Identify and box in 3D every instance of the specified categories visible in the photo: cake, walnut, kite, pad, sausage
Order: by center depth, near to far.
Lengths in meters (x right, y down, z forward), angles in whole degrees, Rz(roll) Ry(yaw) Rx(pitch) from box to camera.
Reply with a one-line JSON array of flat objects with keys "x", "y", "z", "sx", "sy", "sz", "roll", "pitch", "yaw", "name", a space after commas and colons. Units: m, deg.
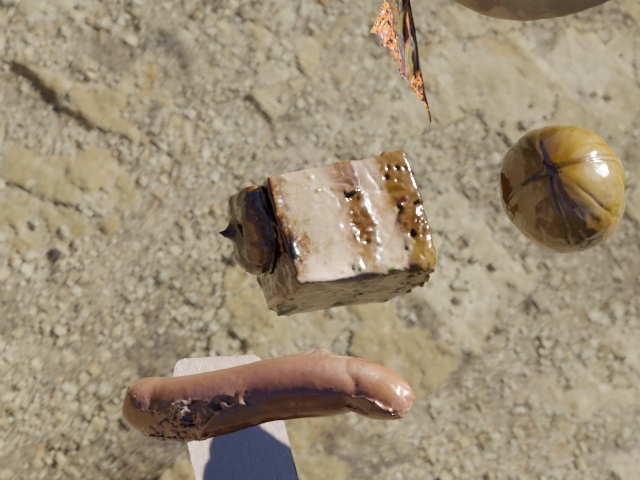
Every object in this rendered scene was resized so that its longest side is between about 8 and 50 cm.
[{"x": 0.078, "y": -0.201, "z": 1.121, "sx": 0.222, "sy": 0.008, "sz": 0.125, "roll": 42, "pitch": 44, "yaw": -66, "name": "kite"}, {"x": -0.058, "y": 0.153, "z": 1.172, "sx": 0.078, "sy": 0.304, "sz": 0.078, "roll": -9, "pitch": 90, "yaw": -71, "name": "sausage"}, {"x": -0.078, "y": 0.253, "z": 1.300, "sx": 0.176, "sy": 0.002, "sz": 0.266, "roll": 4, "pitch": 67, "yaw": -56, "name": "pad"}, {"x": 0.312, "y": -0.066, "z": 1.546, "sx": 0.167, "sy": 0.167, "sz": 0.207, "roll": 68, "pitch": 13, "yaw": 15, "name": "walnut"}, {"x": 0.000, "y": 0.000, "z": 1.768, "sx": 0.293, "sy": 0.196, "sz": 0.199, "roll": -10, "pitch": 79, "yaw": -21, "name": "cake"}]

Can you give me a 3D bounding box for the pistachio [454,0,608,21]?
[{"x": 0.245, "y": -0.332, "z": 1.185, "sx": 0.208, "sy": 0.332, "sz": 0.226, "roll": 16, "pitch": 71, "yaw": -75, "name": "pistachio"}]
